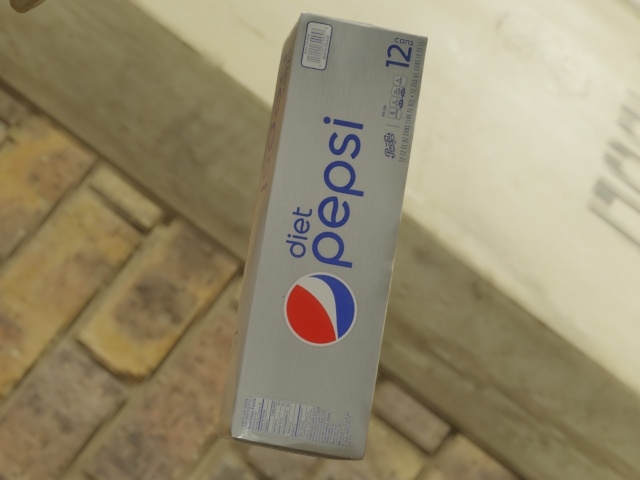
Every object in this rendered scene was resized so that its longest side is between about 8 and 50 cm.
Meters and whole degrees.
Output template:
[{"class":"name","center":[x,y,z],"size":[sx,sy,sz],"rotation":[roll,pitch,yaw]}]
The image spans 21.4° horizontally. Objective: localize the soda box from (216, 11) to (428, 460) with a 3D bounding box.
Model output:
[{"class":"soda box","center":[0.000,0.000,1.141],"size":[0.098,0.091,0.286],"rotation":[149,131,-80]}]

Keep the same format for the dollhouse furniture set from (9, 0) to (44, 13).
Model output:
[{"class":"dollhouse furniture set","center":[-0.211,-0.331,1.255],"size":[0.151,0.197,0.301],"rotation":[-58,11,-32]}]
